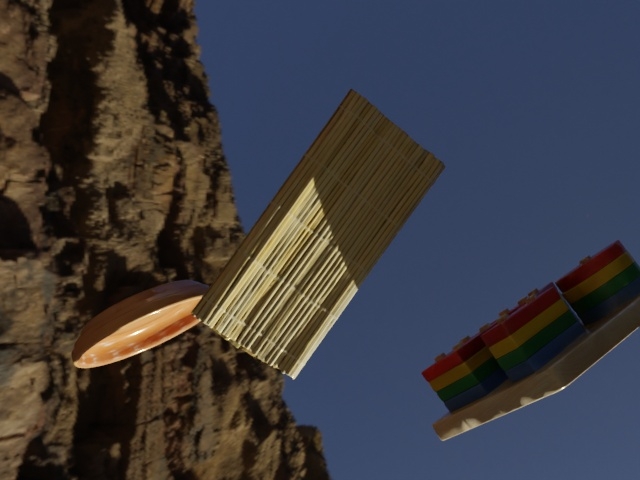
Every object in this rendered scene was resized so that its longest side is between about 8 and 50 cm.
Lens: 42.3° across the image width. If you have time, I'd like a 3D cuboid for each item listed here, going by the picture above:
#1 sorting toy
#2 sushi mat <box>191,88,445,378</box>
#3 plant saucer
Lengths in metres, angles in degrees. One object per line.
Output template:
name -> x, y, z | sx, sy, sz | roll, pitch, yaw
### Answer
sorting toy -> 0.262, 0.107, 0.973 | 0.089, 0.255, 0.257 | 56, -31, 10
sushi mat -> 0.000, 0.000, 0.946 | 0.151, 0.019, 0.317 | 34, -86, -24
plant saucer -> -0.224, 0.102, 1.052 | 0.200, 0.200, 0.037 | -31, -103, 16
